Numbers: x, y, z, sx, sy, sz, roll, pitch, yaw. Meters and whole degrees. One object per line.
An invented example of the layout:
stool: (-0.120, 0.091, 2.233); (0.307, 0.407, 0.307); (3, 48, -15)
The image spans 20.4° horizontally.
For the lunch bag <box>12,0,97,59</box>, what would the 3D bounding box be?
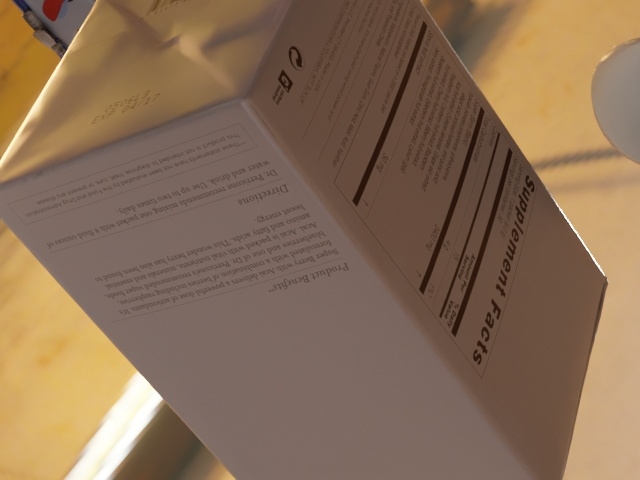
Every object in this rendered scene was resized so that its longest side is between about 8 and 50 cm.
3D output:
lunch bag: (-0.227, -0.314, 1.801); (0.115, 0.243, 0.303); (-23, -149, 33)

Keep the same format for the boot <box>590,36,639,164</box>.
boot: (0.295, -0.105, 1.161); (0.123, 0.095, 0.258); (-15, -172, -26)

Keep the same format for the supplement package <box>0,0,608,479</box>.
supplement package: (0.000, 0.000, 0.951); (0.178, 0.293, 0.175); (-16, -145, 33)
